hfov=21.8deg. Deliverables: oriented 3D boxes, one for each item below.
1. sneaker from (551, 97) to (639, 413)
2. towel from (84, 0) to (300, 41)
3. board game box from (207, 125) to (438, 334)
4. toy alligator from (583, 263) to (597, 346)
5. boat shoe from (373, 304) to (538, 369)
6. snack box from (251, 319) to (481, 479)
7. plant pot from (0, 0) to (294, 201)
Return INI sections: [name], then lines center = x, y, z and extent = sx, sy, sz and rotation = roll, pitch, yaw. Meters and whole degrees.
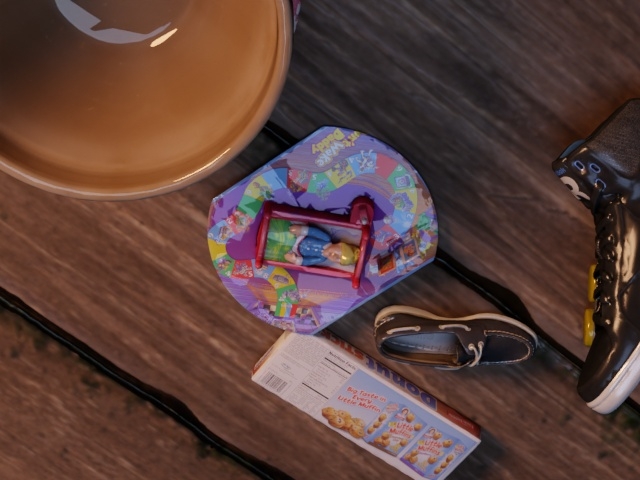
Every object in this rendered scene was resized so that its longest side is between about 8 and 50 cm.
[sneaker]
center = 0.199, 0.000, 1.140
extent = 0.121, 0.079, 0.217
rotation = 28, 86, -1
[towel]
center = -0.075, -0.203, 1.090
extent = 0.144, 0.029, 0.197
rotation = 12, 122, -5
[board game box]
center = 0.000, 0.000, 1.197
extent = 0.168, 0.033, 0.133
rotation = -32, 110, 14
[toy alligator]
center = 0.226, 0.033, 1.203
extent = 0.056, 0.051, 0.190
rotation = 3, 122, 2
[boat shoe]
center = 0.102, 0.078, 1.247
extent = 0.125, 0.038, 0.046
rotation = 11, 122, -3
[snack box]
center = 0.037, 0.128, 1.292
extent = 0.178, 0.022, 0.064
rotation = 33, 116, -16
[plant pot]
center = -0.134, -0.153, 1.044
extent = 0.237, 0.110, 0.237
rotation = 1, 120, 1
